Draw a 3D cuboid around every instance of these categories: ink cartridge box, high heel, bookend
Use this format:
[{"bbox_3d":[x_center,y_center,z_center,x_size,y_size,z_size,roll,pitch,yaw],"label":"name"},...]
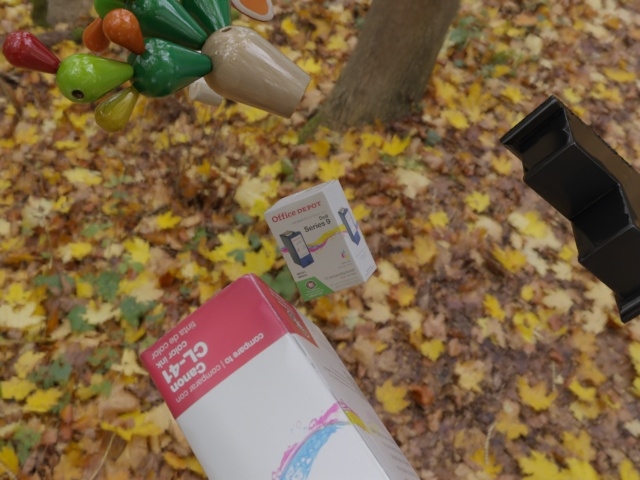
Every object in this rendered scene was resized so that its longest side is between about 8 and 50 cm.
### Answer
[{"bbox_3d":[0.001,0.204,0.686,0.131,0.226,0.306,-35,64,1],"label":"ink cartridge box"},{"bbox_3d":[0.000,0.000,1.619,0.212,0.154,0.093,67,27,-10],"label":"ink cartridge box"},{"bbox_3d":[-0.208,-0.536,1.627,0.244,0.082,0.117,31,-8,-23],"label":"high heel"},{"bbox_3d":[0.254,-0.032,0.736,0.156,0.072,0.157,35,34,-20],"label":"bookend"}]

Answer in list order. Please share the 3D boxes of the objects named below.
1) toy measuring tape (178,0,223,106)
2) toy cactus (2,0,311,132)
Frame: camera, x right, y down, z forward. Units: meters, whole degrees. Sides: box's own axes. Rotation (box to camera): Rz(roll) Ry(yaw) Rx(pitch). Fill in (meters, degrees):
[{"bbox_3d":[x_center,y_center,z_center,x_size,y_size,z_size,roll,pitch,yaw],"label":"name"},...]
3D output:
[{"bbox_3d":[-0.194,-0.271,0.993,0.121,0.121,0.330,0,56,-27],"label":"toy measuring tape"},{"bbox_3d":[-0.097,-0.131,0.528,0.180,0.112,0.219,28,29,-8],"label":"toy cactus"}]
